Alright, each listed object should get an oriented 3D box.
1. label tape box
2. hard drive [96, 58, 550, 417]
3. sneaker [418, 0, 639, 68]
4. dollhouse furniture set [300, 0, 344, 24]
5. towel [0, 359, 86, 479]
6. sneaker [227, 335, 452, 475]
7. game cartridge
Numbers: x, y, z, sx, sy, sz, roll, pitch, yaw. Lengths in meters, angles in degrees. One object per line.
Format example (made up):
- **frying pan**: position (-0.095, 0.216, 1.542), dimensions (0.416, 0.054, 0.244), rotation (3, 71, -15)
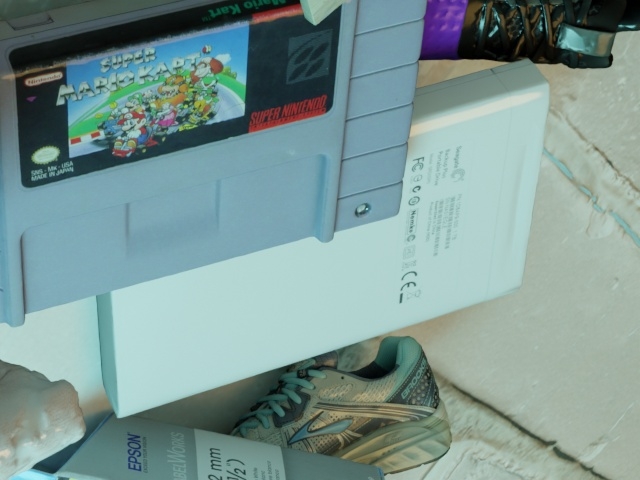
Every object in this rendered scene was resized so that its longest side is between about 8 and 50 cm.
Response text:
- **label tape box**: position (-0.143, 0.274, 1.619), dimensions (0.347, 0.115, 0.249), rotation (14, 118, -12)
- **hard drive**: position (0.000, 0.000, 1.519), dimensions (0.353, 0.047, 0.233), rotation (-17, 139, -18)
- **sneaker**: position (0.159, -0.183, 1.535), dimensions (0.293, 0.146, 0.102), rotation (-21, 139, -42)
- **dollhouse furniture set**: position (-0.029, -0.250, 1.166), dimensions (0.129, 0.183, 0.129), rotation (-41, 149, -16)
- **towel**: position (-0.341, 0.130, 1.063), dimensions (0.332, 0.317, 0.053), rotation (-29, 116, -33)
- **sneaker**: position (-0.023, 0.158, 1.744), dimensions (0.283, 0.110, 0.122), rotation (-17, 103, -26)
- **game cartridge**: position (-0.102, -0.065, 1.301), dimensions (0.355, 0.068, 0.230), rotation (-15, 142, -19)
